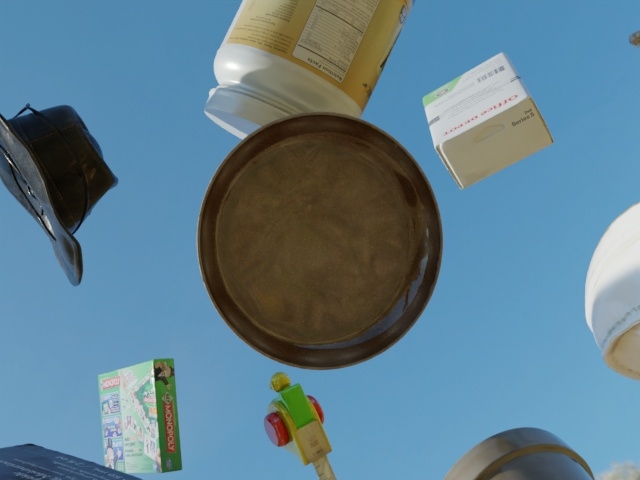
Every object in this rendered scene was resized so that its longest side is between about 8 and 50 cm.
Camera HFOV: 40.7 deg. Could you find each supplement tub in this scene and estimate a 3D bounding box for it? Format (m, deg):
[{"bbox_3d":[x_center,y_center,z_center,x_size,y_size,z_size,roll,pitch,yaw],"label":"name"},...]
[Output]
[{"bbox_3d":[-0.015,-0.285,1.243,0.228,0.228,0.316,29,-96,-43],"label":"supplement tub"}]

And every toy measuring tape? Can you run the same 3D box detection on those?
[{"bbox_3d":[-0.029,0.414,1.703,0.121,0.121,0.330,-22,-91,-17],"label":"toy measuring tape"}]

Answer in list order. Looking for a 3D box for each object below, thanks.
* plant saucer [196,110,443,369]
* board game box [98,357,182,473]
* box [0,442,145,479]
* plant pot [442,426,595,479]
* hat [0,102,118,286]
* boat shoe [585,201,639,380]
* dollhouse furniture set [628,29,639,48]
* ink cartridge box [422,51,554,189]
[{"bbox_3d":[0.000,0.000,1.053,0.310,0.050,0.311,0,-90,-17],"label":"plant saucer"},{"bbox_3d":[-0.372,0.362,1.750,0.046,0.214,0.317,1,-13,-33],"label":"board game box"},{"bbox_3d":[-0.281,0.286,0.749,0.203,0.168,0.167,13,-94,-63],"label":"box"},{"bbox_3d":[0.385,0.519,1.439,0.323,0.280,0.323,-7,-73,-21],"label":"plant pot"},{"bbox_3d":[-0.369,-0.103,1.225,0.134,0.331,0.331,-32,-44,-21],"label":"hat"},{"bbox_3d":[0.170,0.024,0.307,0.098,0.096,0.277,8,-22,-3],"label":"boat shoe"},{"bbox_3d":[0.549,-0.117,1.044,0.174,0.303,0.356,0,-100,-43],"label":"dollhouse furniture set"},{"bbox_3d":[0.323,-0.241,1.704,0.198,0.273,0.115,-28,-65,16],"label":"ink cartridge box"}]
